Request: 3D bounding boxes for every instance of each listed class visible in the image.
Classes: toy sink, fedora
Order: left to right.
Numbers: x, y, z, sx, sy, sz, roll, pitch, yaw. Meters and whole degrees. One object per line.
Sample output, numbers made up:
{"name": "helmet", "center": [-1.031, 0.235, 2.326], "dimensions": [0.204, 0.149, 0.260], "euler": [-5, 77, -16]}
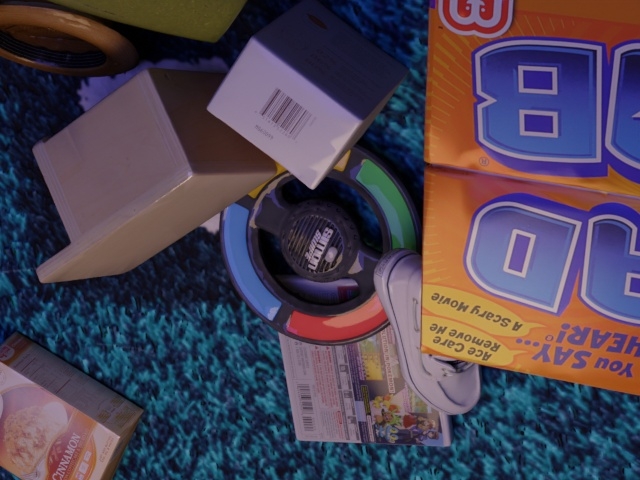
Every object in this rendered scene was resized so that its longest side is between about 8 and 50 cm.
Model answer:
{"name": "fedora", "center": [-0.273, -0.232, 1.493], "dimensions": [0.194, 0.194, 0.079], "euler": [8, 76, 17]}
{"name": "toy sink", "center": [-0.193, -0.069, 1.494], "dimensions": [0.234, 0.153, 0.131], "euler": [-32, 76, 30]}

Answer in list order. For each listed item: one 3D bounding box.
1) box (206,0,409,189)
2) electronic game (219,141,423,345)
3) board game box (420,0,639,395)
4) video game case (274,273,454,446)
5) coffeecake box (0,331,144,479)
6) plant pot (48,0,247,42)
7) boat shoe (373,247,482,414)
{"name": "box", "center": [-0.009, -0.146, 1.395], "dimensions": [0.130, 0.170, 0.091], "euler": [37, 119, 2]}
{"name": "electronic game", "center": [0.000, 0.000, 1.513], "dimensions": [0.229, 0.048, 0.229], "euler": [5, 105, 19]}
{"name": "board game box", "center": [0.299, -0.116, 1.161], "dimensions": [0.356, 0.356, 0.356], "euler": [10, 124, 16]}
{"name": "video game case", "center": [0.046, 0.131, 1.584], "dimensions": [0.183, 0.023, 0.201], "euler": [-1, 111, 21]}
{"name": "coffeecake box", "center": [-0.326, 0.221, 1.739], "dimensions": [0.185, 0.068, 0.142], "euler": [31, 121, 6]}
{"name": "plant pot", "center": [-0.191, -0.318, 1.361], "dimensions": [0.293, 0.275, 0.275], "euler": [31, 121, -13]}
{"name": "boat shoe", "center": [0.121, 0.108, 1.469], "dimensions": [0.076, 0.083, 0.226], "euler": [29, 157, 50]}
